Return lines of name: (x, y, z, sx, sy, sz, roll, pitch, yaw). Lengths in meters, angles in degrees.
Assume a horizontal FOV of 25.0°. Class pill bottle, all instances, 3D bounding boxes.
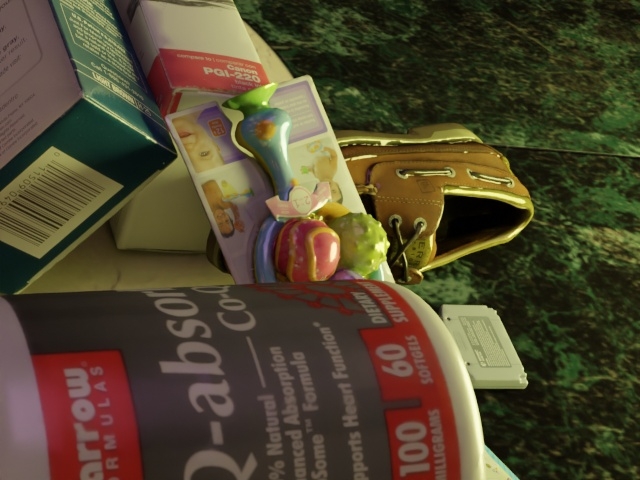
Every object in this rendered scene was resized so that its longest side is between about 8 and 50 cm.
pill bottle: (-0.111, 0.131, 0.798, 0.363, 0.210, 0.210, -2, 42, -25)

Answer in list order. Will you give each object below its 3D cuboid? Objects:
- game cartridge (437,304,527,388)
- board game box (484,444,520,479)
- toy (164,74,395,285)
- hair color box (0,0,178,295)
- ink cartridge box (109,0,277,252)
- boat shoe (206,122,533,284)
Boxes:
game cartridge: (0.122, 0.083, 1.118, 0.056, 0.017, 0.083, 6, 39, -23)
board game box: (0.072, 0.162, 0.988, 0.103, 0.026, 0.154, -17, 50, -38)
toy: (0.000, 0.000, 0.995, 0.137, 0.056, 0.237, -21, 84, -40)
hair color box: (-0.243, -0.148, 1.078, 0.105, 0.174, 0.347, 33, 25, -49)
ink cartridge box: (-0.123, -0.118, 1.143, 0.092, 0.158, 0.218, 3, 40, -27)
boat shoe: (0.053, -0.022, 1.139, 0.307, 0.111, 0.104, -21, 51, -40)
